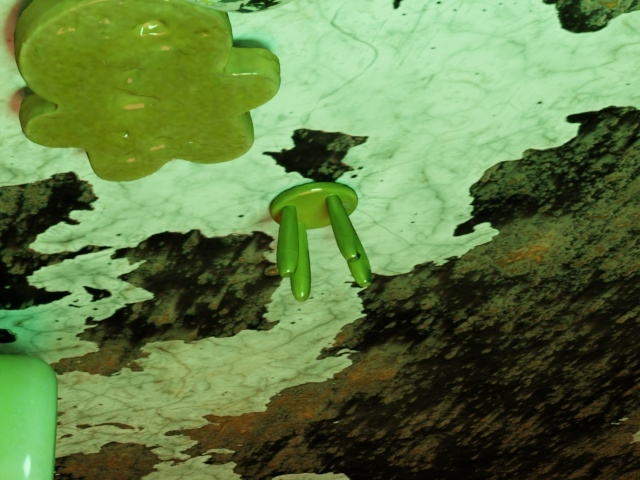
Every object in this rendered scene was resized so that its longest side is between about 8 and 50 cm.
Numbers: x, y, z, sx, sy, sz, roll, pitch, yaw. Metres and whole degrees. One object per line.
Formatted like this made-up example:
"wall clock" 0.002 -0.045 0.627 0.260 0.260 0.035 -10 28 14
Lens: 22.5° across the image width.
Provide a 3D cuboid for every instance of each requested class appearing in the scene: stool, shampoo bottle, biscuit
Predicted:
"stool" 0.000 0.000 1.964 0.134 0.110 0.135 9 148 -33
"shampoo bottle" -0.509 0.277 2.126 0.317 0.322 0.322 4 153 -7
"biscuit" -0.182 -0.165 1.621 0.275 0.052 0.355 -13 154 7

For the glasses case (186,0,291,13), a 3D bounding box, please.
"glasses case" -0.127 -0.271 1.386 0.122 0.075 0.314 -32 147 34
